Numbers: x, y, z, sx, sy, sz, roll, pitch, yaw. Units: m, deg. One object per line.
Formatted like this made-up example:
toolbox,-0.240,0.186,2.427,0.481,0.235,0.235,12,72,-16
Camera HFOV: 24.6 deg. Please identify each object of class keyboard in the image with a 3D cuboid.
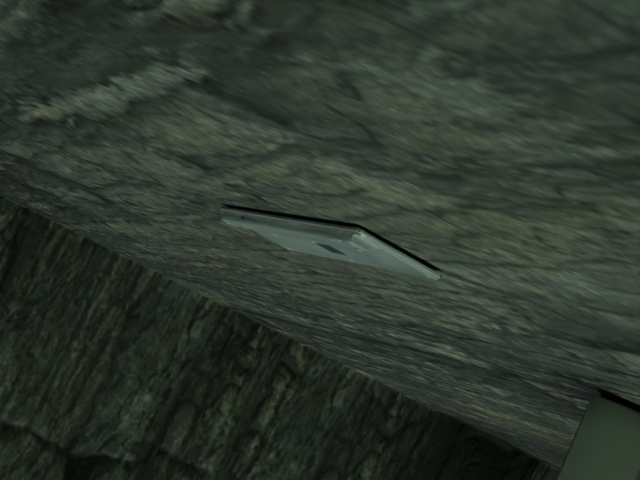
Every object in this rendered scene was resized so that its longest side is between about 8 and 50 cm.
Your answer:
keyboard,0.000,0.000,1.075,0.072,0.014,0.256,23,175,-24

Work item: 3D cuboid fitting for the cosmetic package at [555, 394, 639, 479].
cosmetic package,0.317,0.265,1.331,0.197,0.155,0.365,22,171,19
